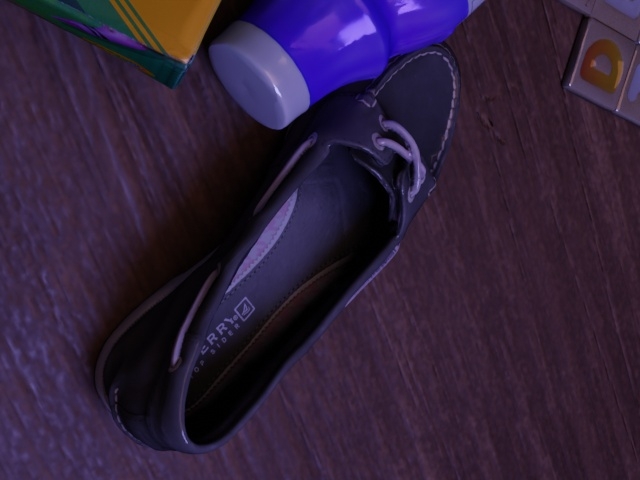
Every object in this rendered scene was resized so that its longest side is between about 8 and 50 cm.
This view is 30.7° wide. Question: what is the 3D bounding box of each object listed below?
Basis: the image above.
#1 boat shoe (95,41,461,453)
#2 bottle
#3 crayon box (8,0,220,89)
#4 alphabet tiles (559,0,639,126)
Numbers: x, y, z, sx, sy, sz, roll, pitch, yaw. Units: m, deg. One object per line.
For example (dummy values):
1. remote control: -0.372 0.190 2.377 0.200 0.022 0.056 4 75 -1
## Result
1. boat shoe: 0.000 0.000 0.732 0.335 0.095 0.112 -49 121 -15
2. bottle: 0.053 -0.182 0.726 0.283 0.092 0.118 -43 95 -19
3. crayon box: -0.085 -0.241 0.605 0.165 0.081 0.278 26 84 -10
4. alphabet tiles: 0.316 -0.221 0.948 0.342 0.011 0.285 19 89 -34
